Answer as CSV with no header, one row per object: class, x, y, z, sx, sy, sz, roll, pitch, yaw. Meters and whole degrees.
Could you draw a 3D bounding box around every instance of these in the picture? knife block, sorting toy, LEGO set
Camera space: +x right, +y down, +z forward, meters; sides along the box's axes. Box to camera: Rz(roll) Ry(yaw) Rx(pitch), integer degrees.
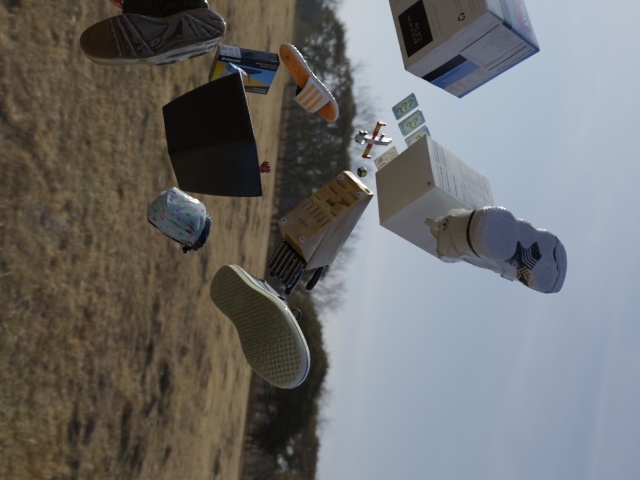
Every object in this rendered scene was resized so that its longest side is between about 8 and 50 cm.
knife block,0.000,0.000,1.478,0.088,0.276,0.242,47,-11,26
sorting toy,-0.220,-0.273,2.341,0.061,0.102,0.042,27,75,-67
LEGO set,0.196,-0.272,1.791,0.060,0.244,0.182,55,-1,41

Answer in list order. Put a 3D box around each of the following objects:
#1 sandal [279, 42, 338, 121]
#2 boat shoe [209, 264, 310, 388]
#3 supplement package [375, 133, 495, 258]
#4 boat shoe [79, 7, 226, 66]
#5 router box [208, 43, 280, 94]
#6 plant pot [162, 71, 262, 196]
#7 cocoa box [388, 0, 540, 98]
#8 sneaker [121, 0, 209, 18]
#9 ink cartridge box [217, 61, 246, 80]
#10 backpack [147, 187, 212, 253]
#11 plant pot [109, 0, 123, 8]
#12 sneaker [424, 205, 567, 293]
sandal,-0.054,-0.441,1.857,0.076,0.265,0.102,-39,-176,-26
boat shoe,-0.148,0.230,1.789,0.186,0.156,0.500,-58,-140,7
supplement package,0.314,-0.109,1.745,0.199,0.263,0.198,-36,-141,36
boat shoe,-0.388,-0.455,1.509,0.121,0.341,0.110,67,-28,12
router box,-0.222,-0.490,1.853,0.133,0.179,0.046,126,-40,-52
plant pot,-0.219,-0.197,1.291,0.188,0.167,0.187,89,-12,-60
cocoa box,0.313,-0.552,1.481,0.232,0.228,0.346,-28,-118,39
sneaker,-0.379,-0.607,1.686,0.124,0.284,0.107,-8,109,-56
ink cartridge box,-0.228,-0.393,1.594,0.083,0.048,0.028,-52,-132,16
backpack,-0.406,-0.069,1.863,0.115,0.182,0.151,-38,-146,27
plant pot,-0.568,-0.804,1.931,0.174,0.191,0.191,-49,166,-28
sneaker,0.415,0.017,1.518,0.210,0.366,0.137,8,-105,54
